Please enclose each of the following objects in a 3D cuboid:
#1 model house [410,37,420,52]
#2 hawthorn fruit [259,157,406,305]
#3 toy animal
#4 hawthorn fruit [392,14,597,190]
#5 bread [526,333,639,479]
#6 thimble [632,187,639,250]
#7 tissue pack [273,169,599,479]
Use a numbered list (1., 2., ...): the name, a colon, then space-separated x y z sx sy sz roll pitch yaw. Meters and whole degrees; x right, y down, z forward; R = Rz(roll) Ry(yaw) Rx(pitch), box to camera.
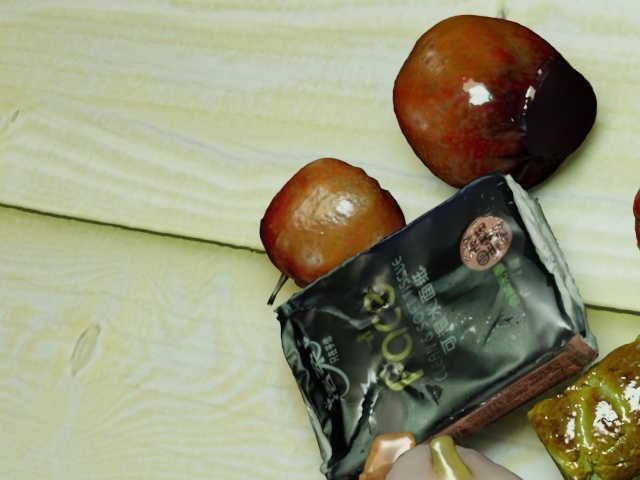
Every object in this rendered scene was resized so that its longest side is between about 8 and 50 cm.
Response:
1. model house: 0.156 -0.226 1.803 0.083 0.066 0.079 16 79 51
2. hawthorn fruit: 0.000 0.000 1.676 0.194 0.157 0.157 -46 52 3
3. toy animal: 0.152 0.287 1.359 0.169 0.195 0.281 -10 12 -15
4. hawthorn fruit: 0.182 -0.166 1.656 0.215 0.215 0.250 -39 49 0
5. bread: 0.305 0.174 1.453 0.172 0.103 0.132 -33 52 4
6. thimble: 0.463 0.005 1.329 0.230 0.350 0.350 -39 52 -5
7. tissue pack: 0.116 0.104 1.541 0.332 0.123 0.245 -35 49 21
